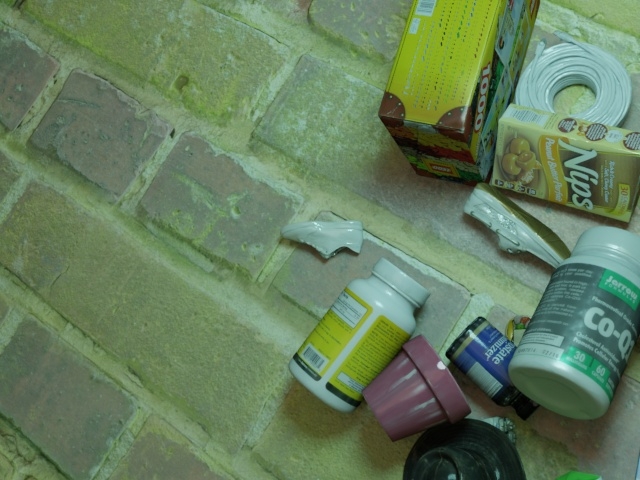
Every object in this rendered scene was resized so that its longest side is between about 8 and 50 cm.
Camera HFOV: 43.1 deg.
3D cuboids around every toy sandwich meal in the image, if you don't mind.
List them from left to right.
[{"bbox_3d":[0.449,0.205,1.800,0.086,0.029,0.085,-5,74,18],"label":"toy sandwich meal"}]

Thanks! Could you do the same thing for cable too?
[{"bbox_3d":[0.581,-0.330,1.869,0.257,0.089,0.257,31,88,24],"label":"cable"}]

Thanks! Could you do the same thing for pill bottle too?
[{"bbox_3d":[0.094,0.211,1.839,0.188,0.188,0.334,38,90,24],"label":"pill bottle"},{"bbox_3d":[0.387,0.278,1.746,0.219,0.123,0.123,43,92,16],"label":"pill bottle"},{"bbox_3d":[0.542,0.160,1.641,0.204,0.204,0.361,21,64,24],"label":"pill bottle"}]

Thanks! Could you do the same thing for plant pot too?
[{"bbox_3d":[0.197,0.333,1.748,0.180,0.201,0.201,-33,67,-2],"label":"plant pot"}]

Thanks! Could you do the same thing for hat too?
[{"bbox_3d":[0.271,0.532,1.677,0.332,0.134,0.331,-12,69,34],"label":"hat"}]

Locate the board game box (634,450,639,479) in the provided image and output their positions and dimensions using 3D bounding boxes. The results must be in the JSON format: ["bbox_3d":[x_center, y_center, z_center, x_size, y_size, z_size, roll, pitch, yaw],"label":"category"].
[{"bbox_3d":[0.706,0.524,1.615,0.160,0.039,0.211,10,78,22],"label":"board game box"}]

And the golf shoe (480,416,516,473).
[{"bbox_3d":[0.375,0.470,1.747,0.086,0.069,0.176,-10,71,43],"label":"golf shoe"}]

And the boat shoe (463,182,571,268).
[{"bbox_3d":[0.444,-0.015,1.836,0.277,0.098,0.096,43,116,21],"label":"boat shoe"}]

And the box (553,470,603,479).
[{"bbox_3d":[0.456,0.609,1.553,0.262,0.127,0.231,-24,86,-14],"label":"box"}]

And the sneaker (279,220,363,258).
[{"bbox_3d":[0.000,0.000,1.998,0.212,0.080,0.094,-2,87,18],"label":"sneaker"}]

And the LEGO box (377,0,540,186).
[{"bbox_3d":[0.329,-0.419,1.829,0.193,0.372,0.499,14,81,22],"label":"LEGO box"}]

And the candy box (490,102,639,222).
[{"bbox_3d":[0.546,-0.173,1.781,0.317,0.182,0.087,19,47,24],"label":"candy box"}]
